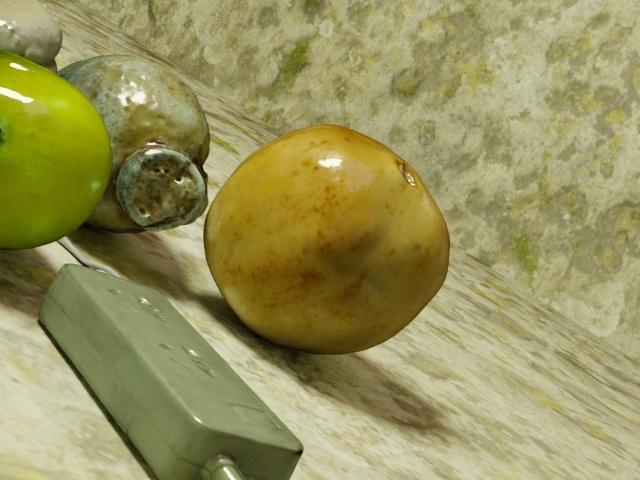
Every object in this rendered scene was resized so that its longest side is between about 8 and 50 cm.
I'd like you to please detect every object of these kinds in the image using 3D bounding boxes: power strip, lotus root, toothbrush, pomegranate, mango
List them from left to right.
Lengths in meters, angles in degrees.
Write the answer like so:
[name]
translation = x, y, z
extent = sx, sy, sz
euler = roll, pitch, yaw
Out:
[mango]
translation = -0.278, -0.083, 0.982
extent = 0.185, 0.149, 0.273
euler = 8, 16, -45
[toothbrush]
translation = -0.205, 0.015, 1.093
extent = 0.131, 0.013, 0.011
euler = 35, 0, 37
[lotus root]
translation = -0.214, -0.105, 1.249
extent = 0.175, 0.175, 0.349
euler = 24, 1, -29
[power strip]
translation = -0.094, 0.103, 0.819
extent = 0.093, 0.053, 0.288
euler = 22, 10, -41
[pomegranate]
translation = 0.005, -0.004, 1.183
extent = 0.233, 0.233, 0.233
euler = 29, 9, -5

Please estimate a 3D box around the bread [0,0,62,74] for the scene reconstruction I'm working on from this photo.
[bread]
translation = -0.417, -0.193, 1.158
extent = 0.337, 0.102, 0.183
euler = 13, 29, -3
